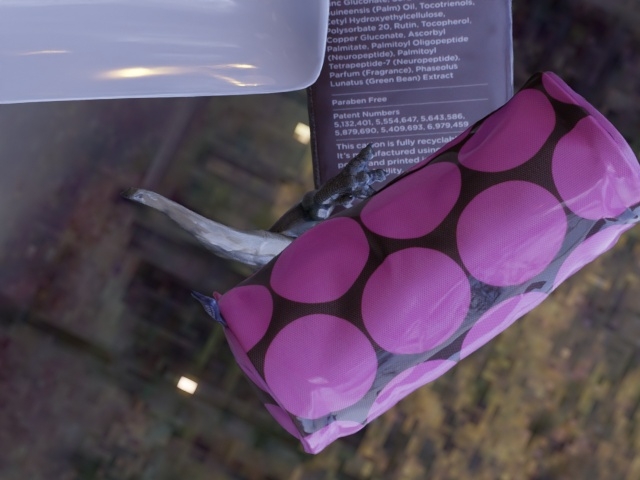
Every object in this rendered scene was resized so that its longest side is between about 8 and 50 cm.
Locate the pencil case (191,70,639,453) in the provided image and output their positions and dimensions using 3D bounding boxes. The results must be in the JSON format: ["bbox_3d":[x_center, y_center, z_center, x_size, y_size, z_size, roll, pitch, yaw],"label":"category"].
[{"bbox_3d":[0.050,0.005,0.934,0.209,0.095,0.098,-33,-142,1],"label":"pencil case"}]

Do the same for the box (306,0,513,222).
[{"bbox_3d":[0.049,-0.216,1.258,0.191,0.143,0.381,-91,175,-51],"label":"box"}]

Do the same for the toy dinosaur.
[{"bbox_3d":[0.000,0.000,1.179,0.268,0.118,0.064,31,43,-61],"label":"toy dinosaur"}]

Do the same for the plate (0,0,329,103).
[{"bbox_3d":[-0.131,-0.173,0.835,0.278,0.277,0.045,94,-10,-45],"label":"plate"}]
